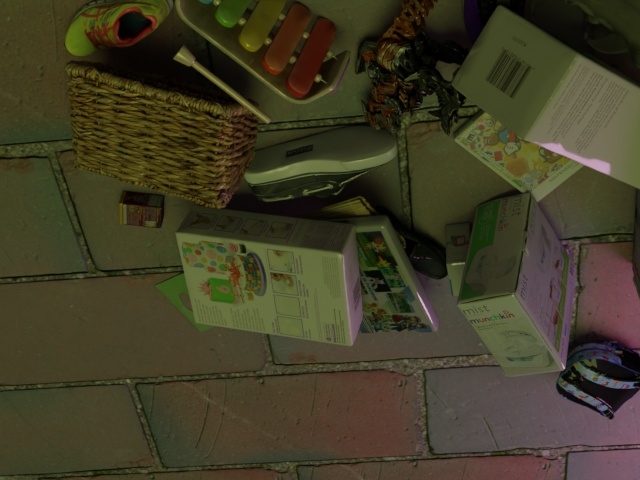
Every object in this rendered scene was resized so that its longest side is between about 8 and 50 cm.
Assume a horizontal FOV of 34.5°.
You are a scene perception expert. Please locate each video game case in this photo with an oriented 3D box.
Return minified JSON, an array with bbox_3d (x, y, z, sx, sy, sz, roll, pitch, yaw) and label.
[{"bbox_3d":[0.396,-0.192,1.896,0.227,0.026,0.206,34,123,-23],"label":"video game case"},{"bbox_3d":[0.048,0.077,2.053,0.300,0.036,0.329,-3,137,27],"label":"video game case"}]

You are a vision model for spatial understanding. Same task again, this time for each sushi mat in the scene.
[{"bbox_3d":[0.000,0.000,2.021,0.316,0.019,0.151,-17,132,38],"label":"sushi mat"}]

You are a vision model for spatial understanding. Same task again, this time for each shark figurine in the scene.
[{"bbox_3d":[0.476,-0.378,1.665,0.278,0.166,0.116,35,140,-3],"label":"shark figurine"}]

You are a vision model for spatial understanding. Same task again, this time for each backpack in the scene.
[{"bbox_3d":[0.596,0.288,2.236,0.173,0.117,0.158,22,128,-16],"label":"backpack"}]

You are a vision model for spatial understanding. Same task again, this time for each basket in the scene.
[{"bbox_3d":[-0.256,-0.227,1.759,0.299,0.213,0.223,16,134,9],"label":"basket"}]

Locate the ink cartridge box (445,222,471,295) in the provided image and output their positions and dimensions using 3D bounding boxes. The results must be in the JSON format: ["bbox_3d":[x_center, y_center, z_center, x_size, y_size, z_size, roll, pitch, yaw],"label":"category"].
[{"bbox_3d":[0.277,0.036,2.032,0.052,0.122,0.088,-5,130,12],"label":"ink cartridge box"}]

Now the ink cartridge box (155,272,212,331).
[{"bbox_3d":[-0.208,0.118,2.165,0.235,0.056,0.171,-26,125,20],"label":"ink cartridge box"}]

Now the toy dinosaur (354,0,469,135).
[{"bbox_3d":[0.159,-0.293,1.733,0.218,0.164,0.322,30,161,13],"label":"toy dinosaur"}]

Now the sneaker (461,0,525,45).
[{"bbox_3d":[0.284,-0.398,1.646,0.102,0.146,0.293,-1,130,3],"label":"sneaker"}]

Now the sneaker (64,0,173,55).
[{"bbox_3d":[-0.350,-0.359,1.738,0.208,0.094,0.081,-21,128,21],"label":"sneaker"}]

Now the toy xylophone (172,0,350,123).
[{"bbox_3d":[-0.106,-0.326,1.674,0.322,0.236,0.081,30,137,-20],"label":"toy xylophone"}]

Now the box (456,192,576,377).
[{"bbox_3d":[0.382,0.085,1.965,0.127,0.262,0.231,-15,131,33],"label":"box"}]

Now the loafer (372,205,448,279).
[{"bbox_3d":[0.172,0.019,2.048,0.223,0.078,0.076,36,123,-25],"label":"loafer"}]

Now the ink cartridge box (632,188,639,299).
[{"bbox_3d":[0.680,-0.005,1.874,0.166,0.285,0.395,-6,130,7],"label":"ink cartridge box"}]

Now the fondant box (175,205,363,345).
[{"bbox_3d":[-0.093,0.067,1.971,0.330,0.096,0.238,6,131,15],"label":"fondant box"}]

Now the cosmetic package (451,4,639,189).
[{"bbox_3d":[0.411,-0.221,1.658,0.365,0.197,0.155,12,115,-43],"label":"cosmetic package"}]

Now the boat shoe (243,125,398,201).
[{"bbox_3d":[0.005,-0.129,1.912,0.301,0.108,0.102,-11,130,16],"label":"boat shoe"}]

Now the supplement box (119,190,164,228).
[{"bbox_3d":[-0.351,-0.061,2.024,0.083,0.043,0.055,7,130,-3],"label":"supplement box"}]
